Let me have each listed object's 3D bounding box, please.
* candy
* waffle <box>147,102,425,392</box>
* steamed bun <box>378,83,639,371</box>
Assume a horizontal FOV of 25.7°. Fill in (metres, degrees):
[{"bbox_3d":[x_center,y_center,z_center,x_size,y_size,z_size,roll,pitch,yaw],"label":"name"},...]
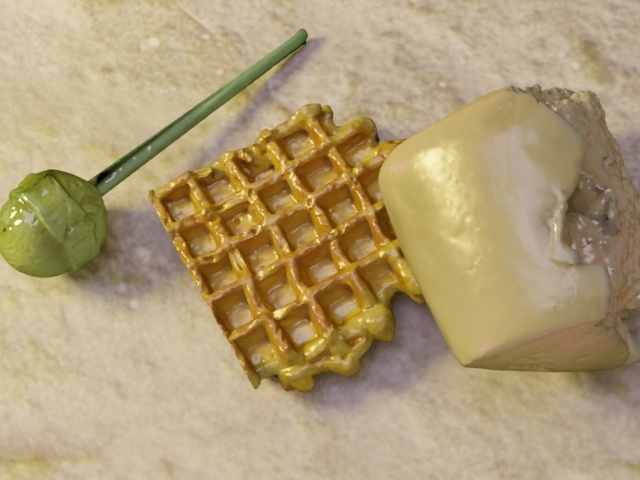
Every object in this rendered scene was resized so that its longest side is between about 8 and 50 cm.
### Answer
[{"bbox_3d":[-0.140,-0.087,1.224,0.335,0.092,0.093,-40,109,-14],"label":"candy"},{"bbox_3d":[0.000,0.000,1.166,0.219,0.057,0.229,-31,66,-3],"label":"waffle"},{"bbox_3d":[0.170,-0.009,1.062,0.200,0.170,0.225,-12,69,-28],"label":"steamed bun"}]
